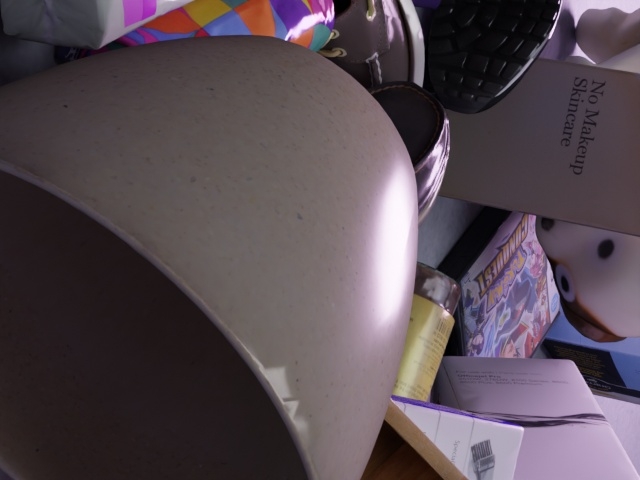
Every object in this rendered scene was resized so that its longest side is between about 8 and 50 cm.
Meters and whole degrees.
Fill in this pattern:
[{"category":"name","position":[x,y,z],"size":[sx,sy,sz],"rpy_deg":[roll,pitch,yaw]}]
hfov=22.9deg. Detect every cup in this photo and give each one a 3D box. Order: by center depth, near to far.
[{"category":"cup","position":[-0.073,0.012,0.942],"size":[0.237,0.331,0.331],"rpy_deg":[-48,141,-35]}]

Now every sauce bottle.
[{"category":"sauce bottle","position":[0.032,0.183,1.478],"size":[0.111,0.111,0.344],"rpy_deg":[49,57,-57]}]

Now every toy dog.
[{"category":"toy dog","position":[0.385,-0.071,1.791],"size":[0.395,0.285,0.408],"rpy_deg":[46,56,-18]}]

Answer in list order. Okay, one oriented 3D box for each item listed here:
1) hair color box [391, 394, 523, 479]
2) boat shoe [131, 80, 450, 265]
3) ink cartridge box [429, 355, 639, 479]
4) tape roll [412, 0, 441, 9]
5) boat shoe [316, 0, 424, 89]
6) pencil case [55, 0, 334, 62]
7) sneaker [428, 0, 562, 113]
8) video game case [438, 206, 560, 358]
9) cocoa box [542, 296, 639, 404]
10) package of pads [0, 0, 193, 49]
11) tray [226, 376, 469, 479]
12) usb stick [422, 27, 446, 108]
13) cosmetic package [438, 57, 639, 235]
[{"category":"hair color box","position":[0.005,0.211,1.320],"size":[0.339,0.110,0.185],"rpy_deg":[17,86,-38]},{"category":"boat shoe","position":[-0.021,-0.035,1.182],"size":[0.355,0.132,0.130],"rpy_deg":[-38,151,-35]},{"category":"ink cartridge box","position":[0.213,0.323,1.619],"size":[0.395,0.166,0.285],"rpy_deg":[-104,-163,-69]},{"category":"tape roll","position":[0.116,-0.309,1.471],"size":[0.189,0.080,0.189],"rpy_deg":[-32,127,-54]},{"category":"boat shoe","position":[0.008,-0.209,1.275],"size":[0.097,0.117,0.324],"rpy_deg":[-41,139,-32]},{"category":"pencil case","position":[-0.085,-0.139,1.145],"size":[0.236,0.104,0.104],"rpy_deg":[-37,133,-49]},{"category":"sneaker","position":[0.186,-0.219,1.449],"size":[0.283,0.107,0.124],"rpy_deg":[-66,157,-21]},{"category":"video game case","position":[0.214,0.066,1.861],"size":[0.275,0.035,0.248],"rpy_deg":[-50,142,-43]},{"category":"cocoa box","position":[0.496,0.096,2.070],"size":[0.228,0.347,0.231],"rpy_deg":[48,57,-57]},{"category":"package of pads","position":[-0.115,-0.296,1.011],"size":[0.229,0.101,0.296],"rpy_deg":[-38,134,-51]},{"category":"tray","position":[-0.095,0.257,1.104],"size":[0.411,0.076,0.203],"rpy_deg":[-45,143,-3]},{"category":"usb stick","position":[0.157,-0.261,1.579],"size":[0.045,0.077,0.278],"rpy_deg":[25,76,-32]},{"category":"cosmetic package","position":[0.262,-0.094,1.586],"size":[0.113,0.309,0.160],"rpy_deg":[7,94,-62]}]
